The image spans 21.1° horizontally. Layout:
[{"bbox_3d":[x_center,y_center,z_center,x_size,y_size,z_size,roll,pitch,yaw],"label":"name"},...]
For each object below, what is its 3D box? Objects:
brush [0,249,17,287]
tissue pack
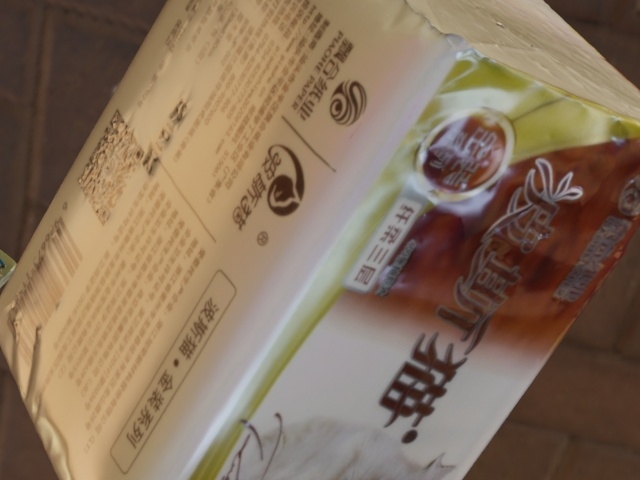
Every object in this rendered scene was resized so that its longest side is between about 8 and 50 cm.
[{"bbox_3d":[-0.134,-0.007,0.577,0.084,0.016,0.013,34,172,30],"label":"brush"},{"bbox_3d":[0.001,0.000,0.424,0.099,0.106,0.148,17,115,-38],"label":"tissue pack"}]
